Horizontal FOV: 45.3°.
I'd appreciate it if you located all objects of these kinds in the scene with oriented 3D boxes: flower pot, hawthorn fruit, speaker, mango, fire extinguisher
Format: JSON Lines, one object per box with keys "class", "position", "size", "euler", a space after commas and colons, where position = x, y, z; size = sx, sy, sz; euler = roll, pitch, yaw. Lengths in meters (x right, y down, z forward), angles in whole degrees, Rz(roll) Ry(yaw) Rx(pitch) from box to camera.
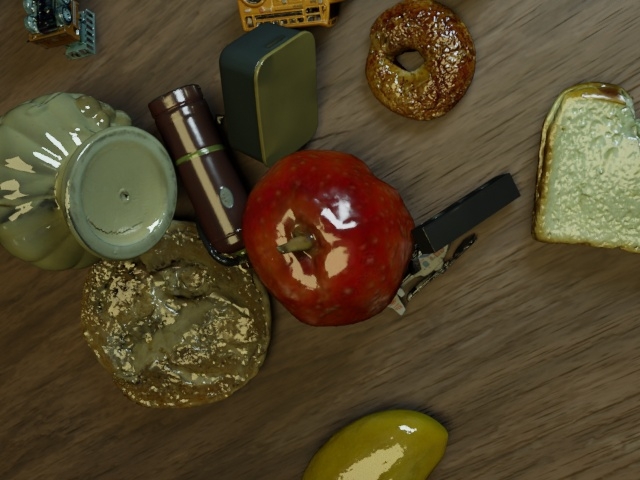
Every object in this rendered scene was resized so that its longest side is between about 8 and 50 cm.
{"class": "flower pot", "position": [-0.388, -0.091, 1.275], "size": [0.244, 0.307, 0.308], "euler": [12, 110, 39]}
{"class": "hawthorn fruit", "position": [0.000, 0.000, 1.190], "size": [0.287, 0.330, 0.287], "euler": [1, 94, 18]}
{"class": "speaker", "position": [0.230, -0.042, 1.203], "size": [0.046, 0.191, 0.040], "euler": [61, 156, -6]}
{"class": "mango", "position": [0.078, 0.433, 1.399], "size": [0.195, 0.142, 0.332], "euler": [31, 104, 1]}
{"class": "fire extinguisher", "position": [-0.173, -0.095, 1.318], "size": [0.105, 0.141, 0.341], "euler": [-17, 99, 53]}

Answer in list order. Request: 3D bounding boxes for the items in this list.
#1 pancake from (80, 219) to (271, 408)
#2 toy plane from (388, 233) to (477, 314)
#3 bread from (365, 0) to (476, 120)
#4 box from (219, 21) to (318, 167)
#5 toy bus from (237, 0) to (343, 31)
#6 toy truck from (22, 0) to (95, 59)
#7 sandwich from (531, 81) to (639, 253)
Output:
{"class": "pancake", "position": [-0.271, 0.142, 1.442], "size": [0.386, 0.082, 0.387], "euler": [2, 102, 11]}
{"class": "toy plane", "position": [0.171, 0.041, 1.305], "size": [0.078, 0.053, 0.197], "euler": [39, 108, -7]}
{"class": "bread", "position": [0.156, -0.284, 1.212], "size": [0.193, 0.064, 0.193], "euler": [5, 107, 18]}
{"class": "box", "position": [-0.082, -0.233, 1.219], "size": [0.090, 0.144, 0.201], "euler": [25, 141, 27]}
{"class": "toy bus", "position": [-0.032, -0.383, 1.227], "size": [0.194, 0.083, 0.088], "euler": [0, 114, 19]}
{"class": "toy truck", "position": [-0.446, -0.417, 1.326], "size": [0.080, 0.115, 0.178], "euler": [-7, 80, 18]}
{"class": "sandwich", "position": [0.470, -0.099, 1.152], "size": [0.288, 0.099, 0.254], "euler": [11, 108, 13]}
